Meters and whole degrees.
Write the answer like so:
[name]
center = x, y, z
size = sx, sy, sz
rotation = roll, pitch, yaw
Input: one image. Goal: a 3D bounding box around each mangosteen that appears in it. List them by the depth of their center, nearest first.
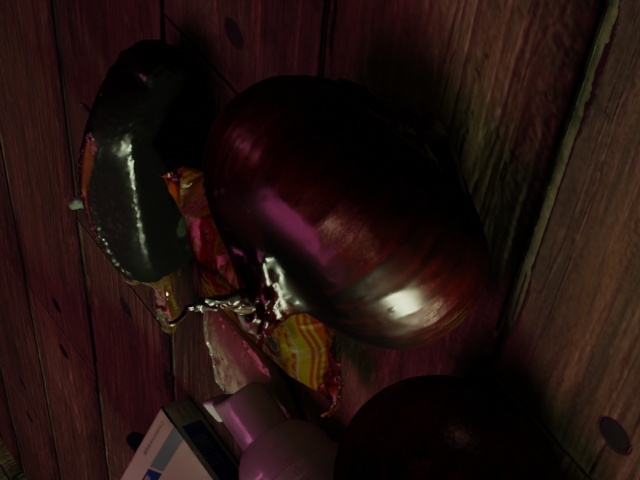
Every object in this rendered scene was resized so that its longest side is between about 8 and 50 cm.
[mangosteen]
center = 0.092, 0.255, 1.191
size = 0.235, 0.261, 0.235
rotation = 42, 147, 35

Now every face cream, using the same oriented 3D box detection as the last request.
[face cream]
center = -0.016, 0.314, 1.604
size = 0.370, 0.145, 0.145
rotation = 52, 154, 18

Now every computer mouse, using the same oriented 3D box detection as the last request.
[computer mouse]
center = -0.209, -0.089, 1.514
size = 0.116, 0.183, 0.323
rotation = 17, 137, 18

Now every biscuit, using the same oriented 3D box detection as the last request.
[biscuit]
center = -0.091, 0.202, 1.765
size = 0.265, 0.040, 0.188
rotation = 61, 154, 0

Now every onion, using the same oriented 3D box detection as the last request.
[onion]
center = 0.000, 0.000, 1.103
size = 0.273, 0.285, 0.273
rotation = 41, 169, 9

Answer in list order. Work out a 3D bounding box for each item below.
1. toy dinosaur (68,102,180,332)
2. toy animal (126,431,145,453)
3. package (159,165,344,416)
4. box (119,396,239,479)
[toy dinosaur]
center = -0.260, -0.049, 1.765
size = 0.205, 0.092, 0.393
rotation = 44, 149, 33
[toy animal]
center = -0.293, 0.455, 2.305
size = 0.176, 0.255, 0.239
rotation = 59, -146, -66
[package]
center = -0.059, 0.042, 1.443
size = 0.288, 0.108, 0.223
rotation = 42, 162, 25
[box]
center = -0.246, 0.440, 2.128
size = 0.200, 0.065, 0.343
rotation = 50, 129, 25
